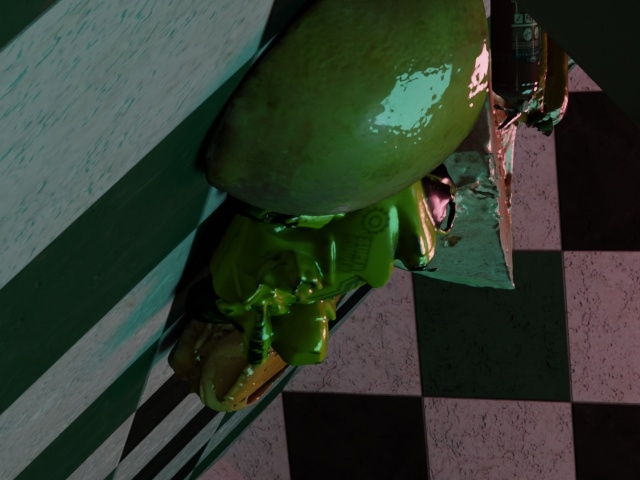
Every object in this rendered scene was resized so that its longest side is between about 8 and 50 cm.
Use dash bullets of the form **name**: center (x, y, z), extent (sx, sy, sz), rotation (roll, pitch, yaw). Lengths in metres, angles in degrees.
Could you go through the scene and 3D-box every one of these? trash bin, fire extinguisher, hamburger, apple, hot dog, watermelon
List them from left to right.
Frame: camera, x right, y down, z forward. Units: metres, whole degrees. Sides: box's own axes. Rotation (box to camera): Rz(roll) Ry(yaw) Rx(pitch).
- **hamburger**: center (-0.067, 0.081, 1.886), extent (0.214, 0.108, 0.214), rotation (-49, 171, -10)
- **apple**: center (0.016, -0.082, 1.255), extent (0.193, 0.120, 0.265), rotation (-31, 165, -28)
- **watermelon**: center (0.119, -0.059, 1.728), extent (0.224, 0.180, 0.305), rotation (-40, 153, -7)
- **fire extinguisher**: center (0.170, -0.179, 1.587), extent (0.064, 0.043, 0.158), rotation (-18, 111, -47)
- **hot dog**: center (0.193, -0.184, 1.666), extent (0.055, 0.188, 0.072), rotation (-5, 167, 38)
- **trash bin**: center (0.250, -0.210, 1.428), extent (0.122, 0.240, 0.164), rotation (-43, 172, -34)

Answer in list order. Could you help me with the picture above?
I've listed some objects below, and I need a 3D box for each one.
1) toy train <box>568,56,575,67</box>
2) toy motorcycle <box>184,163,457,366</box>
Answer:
- **toy train**: center (0.336, -0.303, 2.261), extent (0.407, 0.088, 0.086), rotation (-47, 175, 20)
- **toy motorcycle**: center (0.000, -0.002, 1.554), extent (0.342, 0.206, 0.142), rotation (120, -30, -64)
